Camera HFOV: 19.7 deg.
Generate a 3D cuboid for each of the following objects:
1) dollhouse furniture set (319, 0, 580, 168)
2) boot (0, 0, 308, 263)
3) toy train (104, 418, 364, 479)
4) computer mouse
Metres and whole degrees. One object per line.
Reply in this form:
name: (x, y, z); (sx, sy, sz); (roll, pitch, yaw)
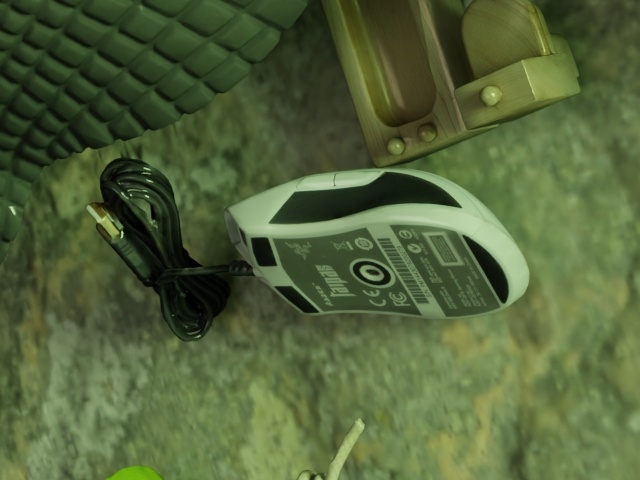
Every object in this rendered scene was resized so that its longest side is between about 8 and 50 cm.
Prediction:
dollhouse furniture set: (0.032, -0.110, 0.671); (0.151, 0.123, 0.144); (-20, 86, 39)
boot: (-0.131, -0.132, 0.769); (0.338, 0.118, 0.223); (-34, 47, 32)
toy train: (-0.054, 0.146, 0.813); (0.143, 0.105, 0.248); (39, 121, 41)
computer mouse: (0.000, 0.000, 0.758); (0.193, 0.042, 0.106); (-1, 139, 30)
